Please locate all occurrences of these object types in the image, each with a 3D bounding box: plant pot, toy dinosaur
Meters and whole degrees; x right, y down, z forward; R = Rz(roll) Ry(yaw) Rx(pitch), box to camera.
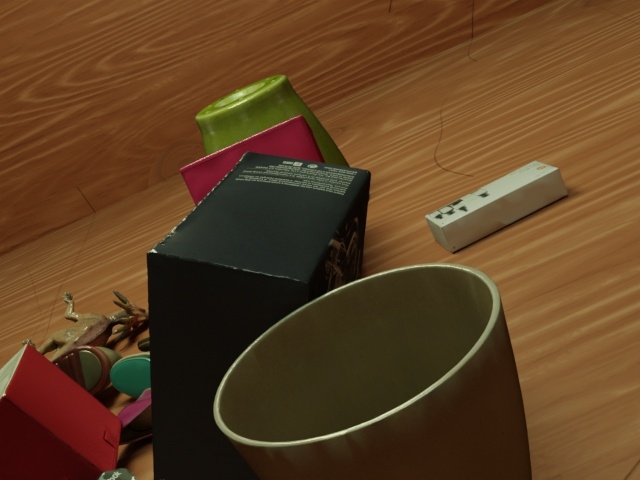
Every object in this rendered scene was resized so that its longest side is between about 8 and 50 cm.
[{"bbox_3d":[-0.120,-0.191,1.956,0.367,0.352,0.366,-23,18,8],"label":"plant pot"},{"bbox_3d":[-0.491,0.203,1.733,0.201,0.127,0.295,-6,31,29],"label":"toy dinosaur"},{"bbox_3d":[0.081,0.201,0.725,0.257,0.273,0.256,-22,19,8],"label":"plant pot"}]

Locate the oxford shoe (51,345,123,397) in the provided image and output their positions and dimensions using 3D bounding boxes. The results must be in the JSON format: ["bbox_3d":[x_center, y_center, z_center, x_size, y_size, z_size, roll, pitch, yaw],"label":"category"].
[{"bbox_3d":[-0.529,0.305,1.555,0.348,0.122,0.130,-24,-8,9],"label":"oxford shoe"}]

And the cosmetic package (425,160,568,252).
[{"bbox_3d":[0.320,-0.066,1.499,0.239,0.060,0.099,-27,19,-4],"label":"cosmetic package"}]

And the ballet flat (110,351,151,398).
[{"bbox_3d":[-0.262,0.230,1.438,0.249,0.086,0.086,-10,23,35],"label":"ballet flat"}]

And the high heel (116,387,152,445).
[{"bbox_3d":[-0.221,0.260,1.271,0.244,0.082,0.117,-14,23,28],"label":"high heel"}]

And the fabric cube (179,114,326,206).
[{"bbox_3d":[-0.087,-0.066,1.613,0.254,0.258,0.259,-25,-1,5],"label":"fabric cube"}]

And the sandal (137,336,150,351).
[{"bbox_3d":[-0.267,0.202,1.524,0.219,0.060,0.090,-11,-5,44],"label":"sandal"}]

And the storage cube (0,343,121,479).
[{"bbox_3d":[-0.423,0.300,1.170,0.184,0.193,0.215,-43,17,4],"label":"storage cube"}]

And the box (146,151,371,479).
[{"bbox_3d":[-0.066,0.109,1.018,0.179,0.343,0.312,11,29,12],"label":"box"}]

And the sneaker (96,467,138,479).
[{"bbox_3d":[-0.236,0.337,1.032,0.234,0.106,0.078,-15,22,29],"label":"sneaker"}]
